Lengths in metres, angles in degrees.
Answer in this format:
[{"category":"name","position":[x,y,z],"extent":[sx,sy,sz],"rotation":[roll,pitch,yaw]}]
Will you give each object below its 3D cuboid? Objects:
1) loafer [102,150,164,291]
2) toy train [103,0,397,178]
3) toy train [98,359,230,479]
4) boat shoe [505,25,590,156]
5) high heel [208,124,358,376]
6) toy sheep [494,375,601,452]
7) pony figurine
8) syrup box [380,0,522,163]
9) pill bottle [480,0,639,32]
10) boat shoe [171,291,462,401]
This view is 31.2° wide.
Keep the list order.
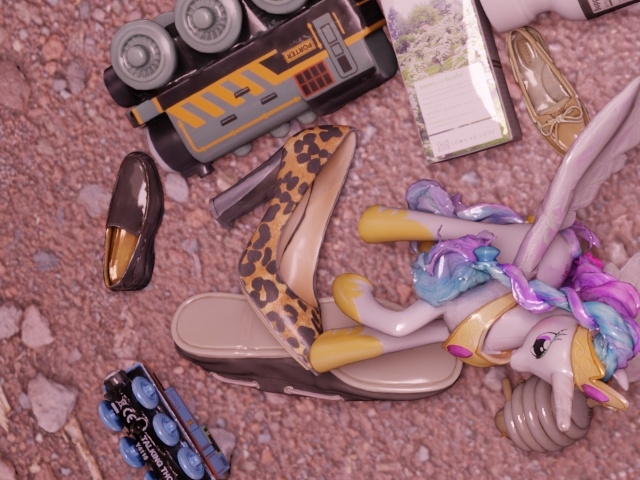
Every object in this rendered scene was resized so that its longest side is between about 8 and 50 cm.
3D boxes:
[{"category":"loafer","position":[-0.225,-0.020,1.360],"extent":[0.062,0.061,0.170],"rotation":[5,98,19]},{"category":"toy train","position":[-0.078,-0.199,1.256],"extent":[0.334,0.142,0.190],"rotation":[-26,98,20]},{"category":"toy train","position":[-0.188,0.228,1.356],"extent":[0.080,0.105,0.184],"rotation":[-35,86,16]},{"category":"boat shoe","position":[0.236,-0.154,1.196],"extent":[0.056,0.048,0.153],"rotation":[-24,89,20]},{"category":"high heel","position":[0.000,0.000,1.232],"extent":[0.186,0.093,0.261],"rotation":[-34,60,11]},{"category":"toy sheep","position":[0.242,0.180,1.218],"extent":[0.132,0.091,0.091],"rotation":[-25,88,38]},{"category":"pony figurine","position":[0.201,0.031,1.092],"extent":[0.363,0.351,0.302],"rotation":[9,131,46]},{"category":"syrup box","position":[0.131,-0.205,1.200],"extent":[0.093,0.096,0.236],"rotation":[-16,91,18]},{"category":"pill bottle","position":[0.284,-0.307,1.103],"extent":[0.278,0.162,0.162],"rotation":[-17,91,21]},{"category":"boat shoe","position":[-0.003,0.124,1.300],"extent":[0.335,0.095,0.112],"rotation":[7,63,14]}]
